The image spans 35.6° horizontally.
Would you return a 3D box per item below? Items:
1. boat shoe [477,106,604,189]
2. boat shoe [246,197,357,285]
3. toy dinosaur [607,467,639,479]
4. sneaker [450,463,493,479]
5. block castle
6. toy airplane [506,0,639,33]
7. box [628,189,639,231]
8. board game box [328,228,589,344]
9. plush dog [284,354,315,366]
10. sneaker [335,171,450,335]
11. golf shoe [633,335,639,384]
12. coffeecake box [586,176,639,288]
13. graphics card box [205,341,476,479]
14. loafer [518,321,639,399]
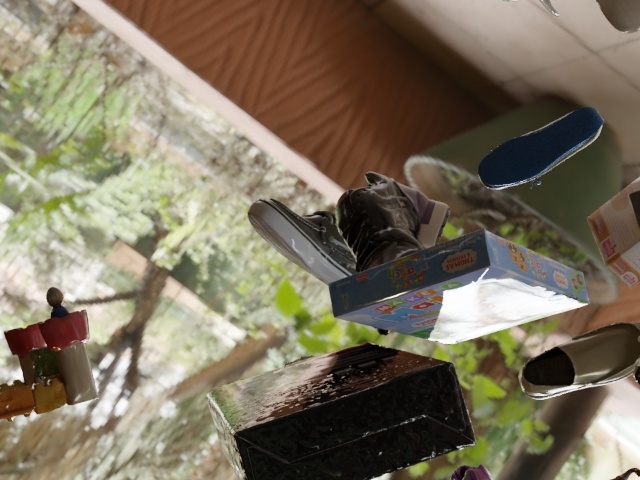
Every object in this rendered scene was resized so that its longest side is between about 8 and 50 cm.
[{"bbox_3d":[0.430,-0.162,1.930,0.089,0.258,0.109,50,-161,-73],"label":"boat shoe"},{"bbox_3d":[0.000,0.000,1.826,0.121,0.119,0.335,26,170,49],"label":"boat shoe"},{"bbox_3d":[0.511,0.415,1.708,0.090,0.082,0.047,36,161,-5],"label":"toy dinosaur"},{"bbox_3d":[0.304,0.518,2.061,0.105,0.095,0.236,66,159,15],"label":"sneaker"},{"bbox_3d":[-0.603,0.219,1.806,0.453,0.302,0.213,-16,88,63],"label":"block castle"},{"bbox_3d":[0.195,-0.426,0.971,0.272,0.385,0.386,-17,-144,-40],"label":"toy airplane"},{"bbox_3d":[0.486,0.034,1.276,0.056,0.231,0.183,-20,175,39],"label":"box"},{"bbox_3d":[0.133,0.049,0.925,0.160,0.039,0.211,-21,156,32],"label":"board game box"},{"bbox_3d":[-0.036,0.365,1.748,0.210,0.225,0.262,43,156,24],"label":"plush dog"},{"bbox_3d":[0.061,0.007,1.131,0.124,0.107,0.283,32,-156,-2],"label":"sneaker"},{"bbox_3d":[0.537,0.233,1.553,0.093,0.198,0.077,-8,159,38],"label":"golf shoe"},{"bbox_3d":[0.522,-0.036,1.558,0.068,0.185,0.142,38,-154,-22],"label":"coffeecake box"},{"bbox_3d":[0.003,0.196,1.128,0.371,0.232,0.094,162,93,-78],"label":"graphics card box"},{"bbox_3d":[0.491,0.228,1.860,0.092,0.268,0.102,20,-135,-62],"label":"loafer"}]
